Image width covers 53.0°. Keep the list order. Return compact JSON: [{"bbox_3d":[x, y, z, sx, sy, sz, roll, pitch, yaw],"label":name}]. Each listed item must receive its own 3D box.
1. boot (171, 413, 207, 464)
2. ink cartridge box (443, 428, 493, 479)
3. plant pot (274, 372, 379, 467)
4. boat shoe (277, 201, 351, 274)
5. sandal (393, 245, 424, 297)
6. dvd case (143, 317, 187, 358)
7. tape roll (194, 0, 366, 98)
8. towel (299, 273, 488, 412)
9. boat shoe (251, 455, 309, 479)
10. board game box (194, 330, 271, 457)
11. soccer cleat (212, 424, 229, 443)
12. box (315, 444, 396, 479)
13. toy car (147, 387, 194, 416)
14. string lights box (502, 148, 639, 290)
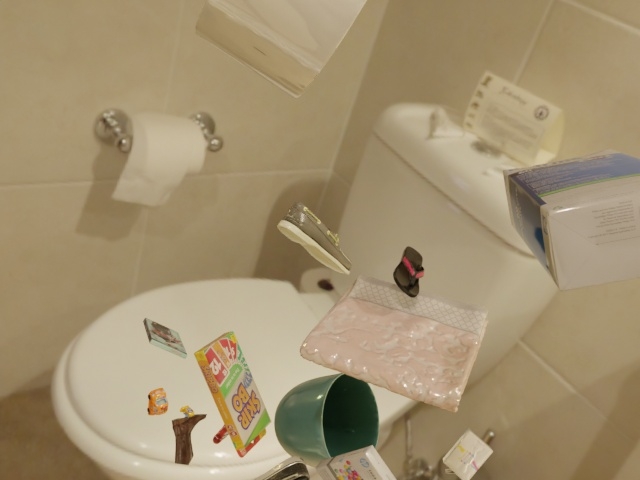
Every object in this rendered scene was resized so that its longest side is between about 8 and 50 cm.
[{"bbox_3d":[-0.324,0.497,1.608,0.106,0.037,0.114,-2,80,-44],"label":"boot"},{"bbox_3d":[0.437,0.654,1.936,0.090,0.143,0.092,40,-2,15],"label":"ink cartridge box"},{"bbox_3d":[0.003,0.555,1.961,0.235,0.293,0.293,-13,11,37],"label":"plant pot"},{"bbox_3d":[0.003,0.001,1.838,0.109,0.091,0.305,14,-20,47],"label":"boat shoe"},{"bbox_3d":[0.204,0.060,1.431,0.067,0.040,0.179,36,34,-9],"label":"sandal"},{"bbox_3d":[-0.337,0.211,1.389,0.087,0.013,0.119,31,4,-26],"label":"dvd case"},{"bbox_3d":[-0.038,-0.342,0.879,0.169,0.246,0.246,31,29,-14],"label":"tape roll"},{"bbox_3d":[0.170,0.200,1.371,0.332,0.053,0.317,16,34,20],"label":"towel"},{"bbox_3d":[-0.122,0.584,1.472,0.078,0.219,0.070,53,-1,-29],"label":"boat shoe"},{"bbox_3d":[-0.192,0.347,1.457,0.039,0.259,0.124,-18,6,28],"label":"board game box"},{"bbox_3d":[-0.244,0.488,1.649,0.029,0.035,0.083,43,74,5],"label":"soccer cleat"},{"bbox_3d":[0.093,0.573,1.528,0.145,0.186,0.038,56,40,-2],"label":"box"},{"bbox_3d":[-0.302,0.338,1.327,0.040,0.060,0.122,24,7,41],"label":"toy car"},{"bbox_3d":[0.279,-0.034,0.665,0.133,0.076,0.259,-11,12,10],"label":"string lights box"}]
